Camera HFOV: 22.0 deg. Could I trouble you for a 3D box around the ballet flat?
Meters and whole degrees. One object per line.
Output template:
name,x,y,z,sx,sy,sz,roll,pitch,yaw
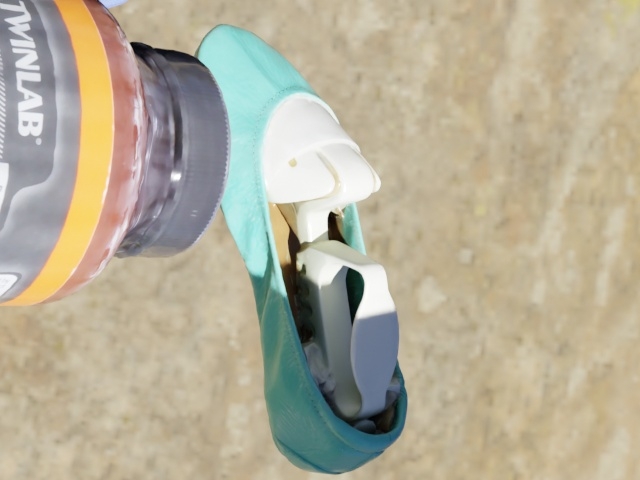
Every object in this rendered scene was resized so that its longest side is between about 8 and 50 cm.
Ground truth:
ballet flat,0.000,0.000,0.865,0.083,0.087,0.247,-14,93,-46

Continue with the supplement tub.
supplement tub,-0.125,-0.033,0.486,0.198,0.106,0.106,2,93,-39

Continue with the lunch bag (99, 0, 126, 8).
lunch bag,-0.125,-0.221,0.703,0.303,0.115,0.243,-20,115,-6
